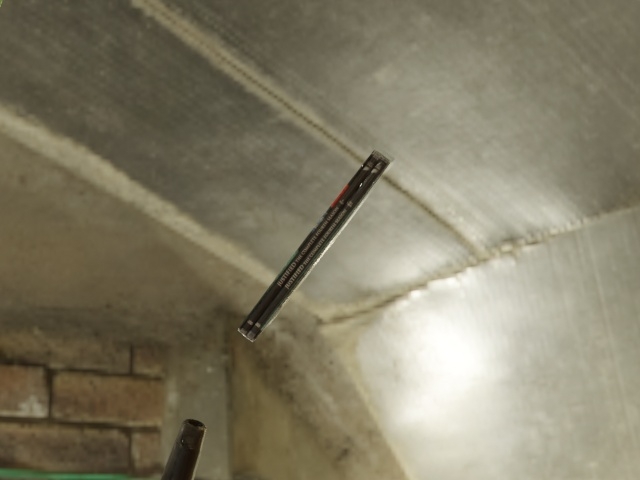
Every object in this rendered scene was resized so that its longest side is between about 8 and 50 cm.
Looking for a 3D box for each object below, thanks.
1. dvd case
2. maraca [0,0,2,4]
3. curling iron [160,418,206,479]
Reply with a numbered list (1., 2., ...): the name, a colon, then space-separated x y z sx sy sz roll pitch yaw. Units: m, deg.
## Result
1. dvd case: 0.000 0.000 0.708 0.013 0.087 0.119 39 96 1
2. maraca: -0.265 -0.145 0.820 0.127 0.099 0.185 -8 148 -25
3. curling iron: -0.138 0.249 0.903 0.068 0.035 0.274 19 104 -30
